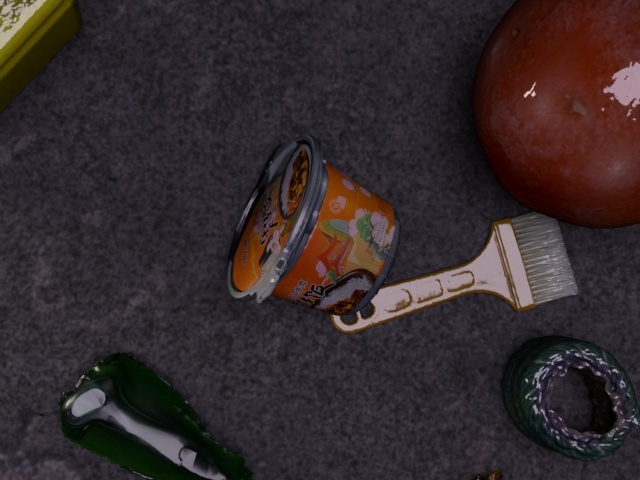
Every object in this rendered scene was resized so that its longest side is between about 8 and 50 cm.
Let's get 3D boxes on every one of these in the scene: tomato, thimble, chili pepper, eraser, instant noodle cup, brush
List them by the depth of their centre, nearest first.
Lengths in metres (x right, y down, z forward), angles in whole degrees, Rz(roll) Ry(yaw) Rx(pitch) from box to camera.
[{"bbox_3d":[-0.328,-0.174,1.123,0.069,0.158,0.226,41,83,-2],"label":"eraser"},{"bbox_3d":[0.274,-0.136,1.157,0.264,0.265,0.265,0,88,-8],"label":"tomato"},{"bbox_3d":[0.000,0.000,1.168,0.125,0.177,0.208,26,53,-21],"label":"instant noodle cup"},{"bbox_3d":[-0.161,0.197,1.181,0.216,0.062,0.108,31,84,-8],"label":"chili pepper"},{"bbox_3d":[0.264,0.167,1.227,0.118,0.090,0.135,-40,96,-5],"label":"thimble"},{"bbox_3d":[0.141,0.047,1.253,0.272,0.013,0.103,-17,90,-8],"label":"brush"}]

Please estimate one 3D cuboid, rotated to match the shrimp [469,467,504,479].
[{"bbox_3d":[0.155,0.334,1.234,0.178,0.034,0.124,-43,97,-6],"label":"shrimp"}]
